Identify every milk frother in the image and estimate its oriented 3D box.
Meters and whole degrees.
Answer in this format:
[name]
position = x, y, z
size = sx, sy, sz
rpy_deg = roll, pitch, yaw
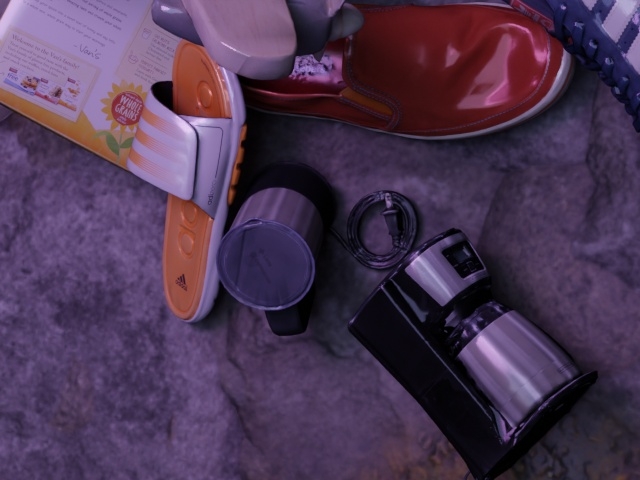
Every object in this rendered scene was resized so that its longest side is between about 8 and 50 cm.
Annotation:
[milk frother]
position = 0.000, 0.000, 1.443
size = 0.143, 0.135, 0.129
rpy_deg = -25, 109, 18

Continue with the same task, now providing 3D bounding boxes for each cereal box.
[cereal box]
position = -0.186, -0.204, 1.508
size = 0.173, 0.047, 0.240
rpy_deg = 29, 87, -14

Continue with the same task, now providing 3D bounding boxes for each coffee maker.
[coffee maker]
position = 0.110, 0.107, 1.406
size = 0.171, 0.120, 0.178
rpy_deg = -45, 73, 11

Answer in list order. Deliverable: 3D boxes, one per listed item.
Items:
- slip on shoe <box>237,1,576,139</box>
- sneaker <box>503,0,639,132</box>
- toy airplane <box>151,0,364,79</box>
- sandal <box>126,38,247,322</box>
[slip on shoe]
position = 0.054, -0.155, 1.457
size = 0.331, 0.101, 0.123
rpy_deg = 5, 85, 18
[sneaker]
position = 0.223, -0.179, 1.362
size = 0.148, 0.131, 0.350
rpy_deg = -16, 82, -3
[toy airplane]
position = -0.092, -0.298, 1.376
size = 0.384, 0.272, 0.386
rpy_deg = 18, 59, 26
[sandal]
position = -0.126, -0.046, 1.472
size = 0.102, 0.076, 0.265
rpy_deg = 27, 118, 47
